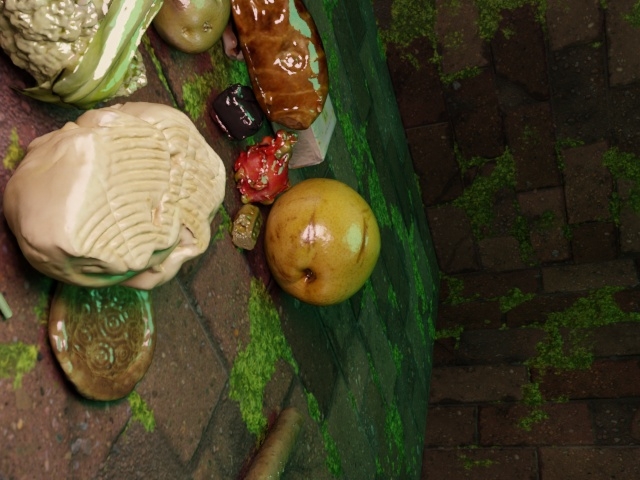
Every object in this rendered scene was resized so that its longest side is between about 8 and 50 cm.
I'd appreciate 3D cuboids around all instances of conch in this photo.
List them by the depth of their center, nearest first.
[{"bbox_3d":[-0.190,-0.489,1.522,0.094,0.105,0.176,6,-66,65],"label":"conch"}]

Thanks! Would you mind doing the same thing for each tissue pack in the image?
[{"bbox_3d":[-0.044,-0.344,1.821,0.225,0.124,0.185,-73,147,-49],"label":"tissue pack"}]

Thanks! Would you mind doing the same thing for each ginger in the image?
[{"bbox_3d":[-0.093,-0.450,1.418,0.254,0.176,0.418,-80,150,-74],"label":"ginger"}]

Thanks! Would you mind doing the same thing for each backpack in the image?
[{"bbox_3d":[-0.183,-0.289,1.452,0.120,0.106,0.165,56,9,-12],"label":"backpack"}]

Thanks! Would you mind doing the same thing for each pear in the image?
[{"bbox_3d":[0.000,0.000,1.587,0.314,0.315,0.314,-7,90,-70],"label":"pear"}]

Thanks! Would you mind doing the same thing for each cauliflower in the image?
[{"bbox_3d":[-0.308,-0.317,0.876,0.256,0.315,0.239,54,-7,-37],"label":"cauliflower"}]

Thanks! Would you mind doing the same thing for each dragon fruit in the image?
[{"bbox_3d":[-0.127,-0.177,1.525,0.150,0.207,0.133,39,6,4],"label":"dragon fruit"}]

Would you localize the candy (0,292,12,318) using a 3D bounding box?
[{"bbox_3d":[-0.426,-0.021,0.756,0.084,0.078,0.287,-90,171,-54],"label":"candy"}]

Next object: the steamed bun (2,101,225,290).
[{"bbox_3d":[-0.301,-0.056,0.915,0.276,0.203,0.289,53,47,-43],"label":"steamed bun"}]

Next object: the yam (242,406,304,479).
[{"bbox_3d":[-0.115,0.496,1.394,0.371,0.083,0.083,-59,137,-63],"label":"yam"}]

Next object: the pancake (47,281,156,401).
[{"bbox_3d":[-0.328,0.130,1.006,0.250,0.031,0.249,-9,90,-72],"label":"pancake"}]

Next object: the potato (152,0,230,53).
[{"bbox_3d":[-0.253,-0.477,1.254,0.174,0.159,0.251,105,-18,-49],"label":"potato"}]

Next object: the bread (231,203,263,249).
[{"bbox_3d":[-0.166,-0.037,1.473,0.066,0.060,0.110,35,42,-22],"label":"bread"}]
